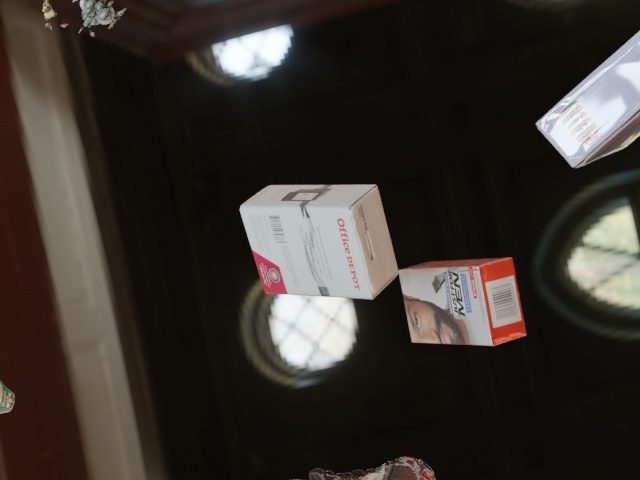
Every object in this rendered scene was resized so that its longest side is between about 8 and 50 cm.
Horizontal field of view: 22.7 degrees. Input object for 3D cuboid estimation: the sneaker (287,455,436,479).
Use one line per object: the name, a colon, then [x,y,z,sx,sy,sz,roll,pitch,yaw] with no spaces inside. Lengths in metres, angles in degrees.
sneaker: [0.026,0.277,1.625,0.135,0.098,0.276,45,-146,6]

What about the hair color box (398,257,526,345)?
hair color box: [0.162,0.071,1.840,0.167,0.053,0.093,-5,97,62]

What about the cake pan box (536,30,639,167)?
cake pan box: [0.361,-0.188,1.617,0.070,0.267,0.245,50,-156,6]

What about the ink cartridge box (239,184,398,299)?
ink cartridge box: [0.000,0.000,1.721,0.063,0.150,0.109,-39,-58,-46]

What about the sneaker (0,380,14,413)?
sneaker: [-0.325,0.130,1.355,0.075,0.161,0.057,28,-112,-42]

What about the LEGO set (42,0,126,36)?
LEGO set: [-0.236,-0.228,1.590,0.023,0.083,0.054,-156,45,-77]
